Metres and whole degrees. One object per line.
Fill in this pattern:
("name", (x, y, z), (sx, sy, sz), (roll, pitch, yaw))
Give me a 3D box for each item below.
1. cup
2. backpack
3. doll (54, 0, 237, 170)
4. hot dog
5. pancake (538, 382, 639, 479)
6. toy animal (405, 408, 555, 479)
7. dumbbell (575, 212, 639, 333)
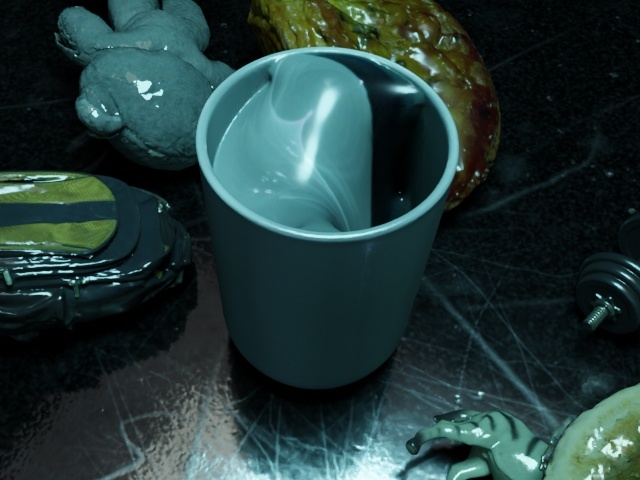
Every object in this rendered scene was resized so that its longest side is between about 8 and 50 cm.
("cup", (0.000, 0.000, 0.717), (0.206, 0.312, 0.205), (1, 55, -2))
("backpack", (-0.267, 0.008, 0.819), (0.258, 0.133, 0.206), (-6, 47, -14))
("doll", (-0.216, -0.207, 0.977), (0.246, 0.158, 0.340), (16, 34, -31))
("hot dog", (0.061, -0.199, 0.941), (0.267, 0.174, 0.387), (-9, 55, -30))
("pancake", (0.342, 0.293, 0.635), (0.382, 0.071, 0.382), (7, 63, -14))
("toy animal", (0.207, 0.222, 0.724), (0.176, 0.073, 0.217), (-35, 59, -30))
("dumbbell", (0.352, 0.033, 0.844), (0.099, 0.099, 0.208), (40, 61, 22))
